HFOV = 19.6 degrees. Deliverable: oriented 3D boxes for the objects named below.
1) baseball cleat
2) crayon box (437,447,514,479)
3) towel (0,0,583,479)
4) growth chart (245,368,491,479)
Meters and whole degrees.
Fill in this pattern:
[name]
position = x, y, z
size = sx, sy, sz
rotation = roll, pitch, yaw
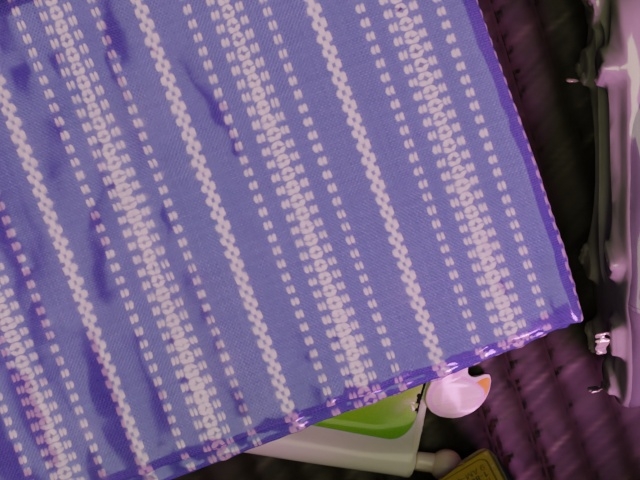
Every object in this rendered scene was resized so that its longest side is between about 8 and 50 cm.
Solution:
[baseball cleat]
position = 0.172, -0.024, 0.853
size = 0.109, 0.072, 0.205
rotation = -5, 104, -6
[crayon box]
position = 0.052, 0.254, 0.775
size = 0.202, 0.318, 0.081
rotation = -32, 123, 5
[towel]
position = -0.073, -0.015, 0.853
size = 0.336, 0.040, 0.243
rotation = -20, 99, 5
[growth chart]
position = 0.000, 0.000, 0.880
size = 0.172, 0.021, 0.237
rotation = 1, 102, 0
